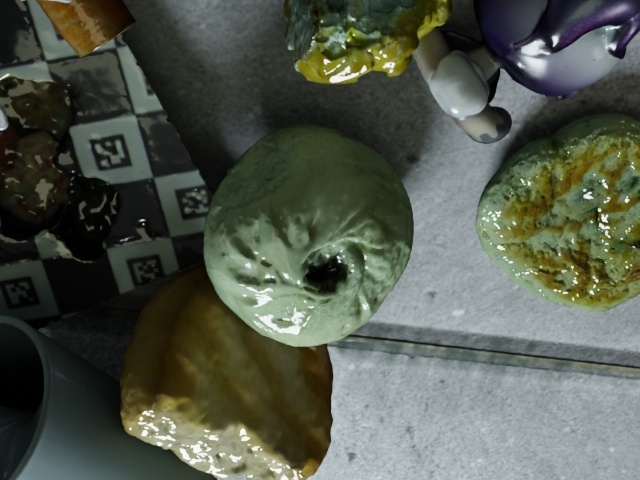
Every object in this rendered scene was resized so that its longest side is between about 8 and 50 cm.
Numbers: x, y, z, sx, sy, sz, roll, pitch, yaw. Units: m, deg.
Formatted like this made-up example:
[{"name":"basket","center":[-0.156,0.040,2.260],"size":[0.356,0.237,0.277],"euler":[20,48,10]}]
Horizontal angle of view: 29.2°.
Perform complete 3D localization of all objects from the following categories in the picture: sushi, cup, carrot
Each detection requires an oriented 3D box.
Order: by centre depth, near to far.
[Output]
[{"name":"carrot","center":[-0.229,-0.251,0.956],"size":[0.067,0.067,0.225],"euler":[-29,103,16]},{"name":"sushi","center":[-0.286,-0.073,1.128],"size":[0.339,0.069,0.320],"euler":[-24,117,12]},{"name":"cup","center":[-0.249,0.226,1.198],"size":[0.205,0.205,0.312],"euler":[-28,141,15]}]

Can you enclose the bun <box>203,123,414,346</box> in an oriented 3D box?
[{"name":"bun","center":[0.002,0.001,1.131],"size":[0.221,0.108,0.221],"euler":[-19,120,-37]}]

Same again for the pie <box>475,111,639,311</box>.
[{"name":"pie","center":[0.270,-0.023,1.219],"size":[0.240,0.054,0.240],"euler":[-4,128,-5]}]

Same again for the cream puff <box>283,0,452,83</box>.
[{"name":"cream puff","center":[0.041,-0.198,1.014],"size":[0.156,0.156,0.121],"euler":[-5,163,-1]}]

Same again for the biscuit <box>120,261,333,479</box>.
[{"name":"biscuit","center":[-0.083,0.129,1.212],"size":[0.091,0.213,0.274],"euler":[-3,148,39]}]

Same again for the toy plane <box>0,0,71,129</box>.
[{"name":"toy plane","center":[-0.315,-0.181,0.926],"size":[0.252,0.118,0.252],"euler":[2,117,4]}]

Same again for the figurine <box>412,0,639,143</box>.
[{"name":"figurine","center":[0.183,-0.186,1.039],"size":[0.222,0.145,0.145],"euler":[-34,123,20]}]
